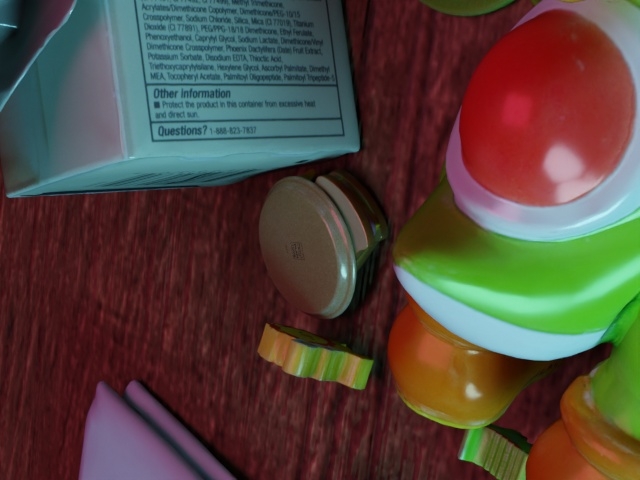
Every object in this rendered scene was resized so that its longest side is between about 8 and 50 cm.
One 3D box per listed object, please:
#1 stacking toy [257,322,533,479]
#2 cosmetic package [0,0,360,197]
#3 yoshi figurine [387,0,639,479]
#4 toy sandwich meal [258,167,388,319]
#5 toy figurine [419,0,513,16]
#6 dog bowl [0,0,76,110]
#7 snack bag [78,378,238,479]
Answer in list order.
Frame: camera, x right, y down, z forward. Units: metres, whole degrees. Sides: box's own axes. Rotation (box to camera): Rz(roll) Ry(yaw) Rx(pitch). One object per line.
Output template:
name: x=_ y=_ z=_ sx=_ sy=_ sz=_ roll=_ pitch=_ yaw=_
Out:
stacking toy: x=0.012 y=0.144 z=0.618 sx=0.221 sy=0.052 sz=0.167 roll=23 pitch=96 yaw=59
cosmetic package: x=-0.090 y=-0.178 z=0.687 sx=0.129 sy=0.153 sz=0.296 roll=-9 pitch=86 yaw=49
yoshi figurine: x=0.137 y=-0.080 z=0.452 sx=0.203 sy=0.203 sz=0.362 roll=-81 pitch=-2 yaw=-54
toy sandwich meal: x=0.000 y=0.000 z=0.697 sx=0.085 sy=0.029 sz=0.086 roll=27 pitch=126 yaw=45
toy figurine: x=0.022 y=-0.174 z=0.545 sx=0.173 sy=0.159 sz=0.130 roll=-47 pitch=60 yaw=42
dog bowl: x=-0.278 y=-0.136 z=0.554 sx=0.102 sy=0.348 sz=0.349 roll=-21 pitch=78 yaw=63
snack bag: x=-0.073 y=0.304 z=0.814 sx=0.323 sy=0.037 sz=0.343 roll=32 pitch=118 yaw=44
